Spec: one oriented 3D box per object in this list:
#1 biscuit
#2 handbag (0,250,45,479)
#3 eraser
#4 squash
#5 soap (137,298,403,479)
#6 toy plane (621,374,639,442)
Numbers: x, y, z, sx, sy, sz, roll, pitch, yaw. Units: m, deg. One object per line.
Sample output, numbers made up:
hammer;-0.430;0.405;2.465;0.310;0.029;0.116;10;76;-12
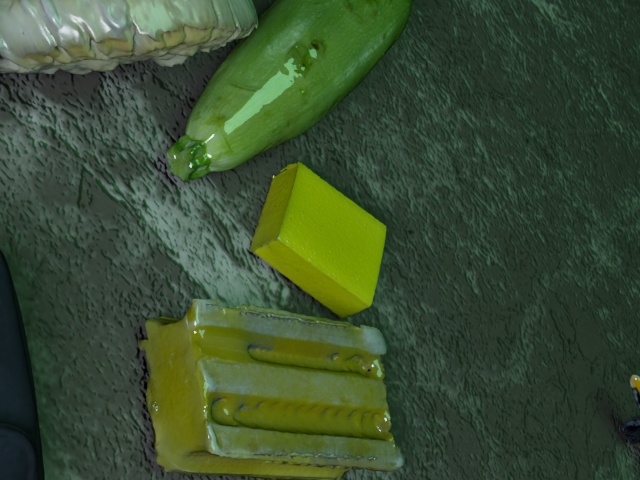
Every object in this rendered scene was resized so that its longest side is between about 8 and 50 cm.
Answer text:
biscuit;-0.162;-0.178;1.182;0.281;0.179;0.084;-14;105;-41
handbag;-0.300;0.147;0.866;0.302;0.178;0.275;-7;77;-47
eraser;0.000;0.000;1.346;0.122;0.045;0.097;35;49;-28
squash;-0.020;-0.169;1.355;0.118;0.118;0.370;54;45;-13
soap;-0.038;0.132;1.222;0.233;0.076;0.135;11;64;-44
toy plane;0.427;0.270;1.627;0.316;0.103;0.204;44;43;-13
